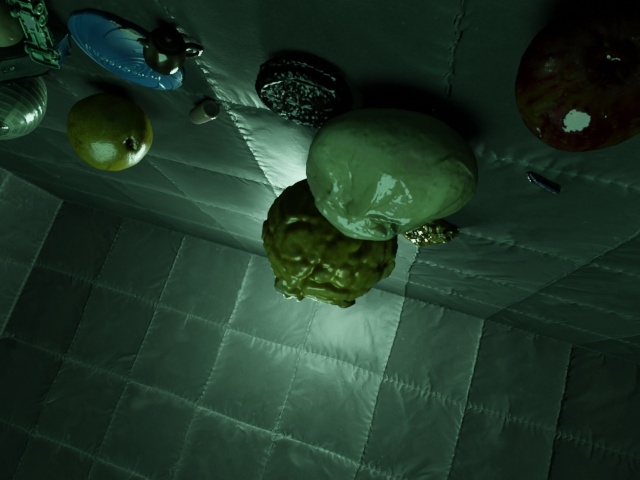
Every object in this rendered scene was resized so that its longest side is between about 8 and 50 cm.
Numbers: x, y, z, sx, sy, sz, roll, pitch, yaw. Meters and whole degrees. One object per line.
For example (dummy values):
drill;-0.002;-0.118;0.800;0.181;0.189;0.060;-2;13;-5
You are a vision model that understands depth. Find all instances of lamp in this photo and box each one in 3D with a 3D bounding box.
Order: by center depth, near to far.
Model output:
lamp;-0.801;-0.363;1.162;0.233;0.233;0.265;20;146;-11

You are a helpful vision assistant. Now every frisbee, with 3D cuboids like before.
frisbee;-0.409;-0.382;1.001;0.242;0.045;0.242;16;168;3

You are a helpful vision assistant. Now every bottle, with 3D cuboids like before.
bottle;-0.279;-0.306;1.138;0.045;0.045;0.096;26;167;-32

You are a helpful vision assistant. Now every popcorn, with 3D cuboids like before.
popcorn;0.014;0.000;1.363;0.390;0.344;0.354;-10;136;40

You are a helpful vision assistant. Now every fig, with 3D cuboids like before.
fig;0.327;-0.188;0.593;0.175;0.175;0.207;16;-174;8

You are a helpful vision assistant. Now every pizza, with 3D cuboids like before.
pizza;0.323;-0.029;1.456;0.197;0.058;0.292;14;167;13

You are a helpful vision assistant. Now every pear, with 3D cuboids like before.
pear;-0.546;-0.284;1.249;0.209;0.208;0.209;17;167;4

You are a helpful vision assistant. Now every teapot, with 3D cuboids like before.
teapot;-0.276;-0.355;0.876;0.121;0.076;0.068;-6;170;-29

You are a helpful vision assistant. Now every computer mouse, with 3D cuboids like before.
computer mouse;-0.680;-0.401;1.036;0.126;0.231;0.071;-18;101;59

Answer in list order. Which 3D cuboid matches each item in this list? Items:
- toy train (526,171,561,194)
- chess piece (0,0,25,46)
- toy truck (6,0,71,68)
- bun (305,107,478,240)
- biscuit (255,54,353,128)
toy train;0.461;-0.118;0.986;0.083;0.017;0.017;22;165;-17
chess piece;-0.719;-0.451;0.932;0.261;0.142;0.143;14;168;-5
toy truck;-0.553;-0.435;0.941;0.067;0.081;0.175;17;149;-1
bun;0.135;-0.111;0.952;0.361;0.213;0.361;5;170;1
biscuit;-0.032;-0.277;0.901;0.195;0.053;0.194;17;167;4
